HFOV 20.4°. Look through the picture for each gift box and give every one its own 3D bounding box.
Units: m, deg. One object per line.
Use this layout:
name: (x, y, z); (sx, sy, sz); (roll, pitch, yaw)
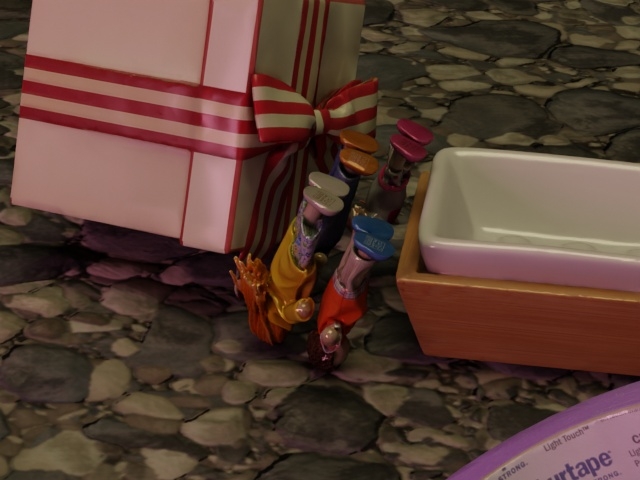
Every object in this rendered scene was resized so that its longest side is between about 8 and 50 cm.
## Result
gift box: (-0.099, -0.103, 1.597); (0.258, 0.276, 0.255); (10, 14, 24)

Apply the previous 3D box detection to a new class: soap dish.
soap dish: (0.217, 0.020, 1.504); (0.291, 0.118, 0.229); (5, 26, 6)

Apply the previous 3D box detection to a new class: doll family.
doll family: (0.000, 0.000, 1.488); (0.118, 0.163, 0.263); (24, 34, 1)

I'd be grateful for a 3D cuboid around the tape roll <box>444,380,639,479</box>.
tape roll: (0.167, 0.179, 1.053); (0.275, 0.090, 0.275); (-27, 7, 4)
